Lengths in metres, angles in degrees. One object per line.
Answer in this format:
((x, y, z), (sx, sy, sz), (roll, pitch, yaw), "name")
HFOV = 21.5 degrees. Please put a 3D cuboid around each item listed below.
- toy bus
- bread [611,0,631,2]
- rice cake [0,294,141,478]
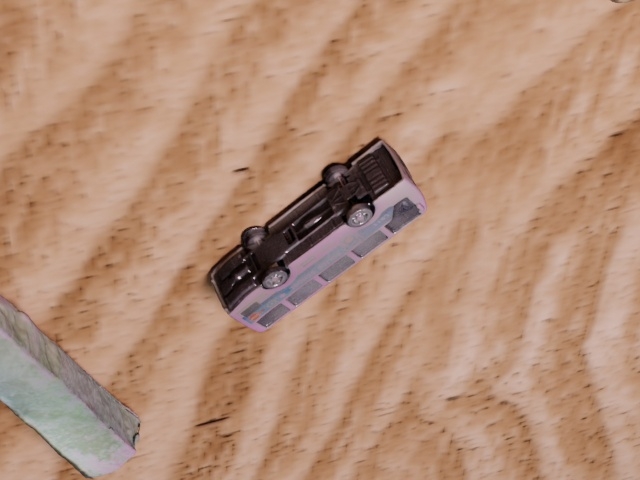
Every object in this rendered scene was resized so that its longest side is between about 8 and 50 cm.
((0.000, 0.000, 0.953), (0.131, 0.037, 0.052), (-37, 142, 12), "toy bus")
((0.219, -0.158, 0.853), (0.152, 0.105, 0.077), (-30, 134, 2), "bread")
((-0.161, 0.075, 0.944), (0.043, 0.034, 0.211), (-24, 142, 9), "rice cake")
